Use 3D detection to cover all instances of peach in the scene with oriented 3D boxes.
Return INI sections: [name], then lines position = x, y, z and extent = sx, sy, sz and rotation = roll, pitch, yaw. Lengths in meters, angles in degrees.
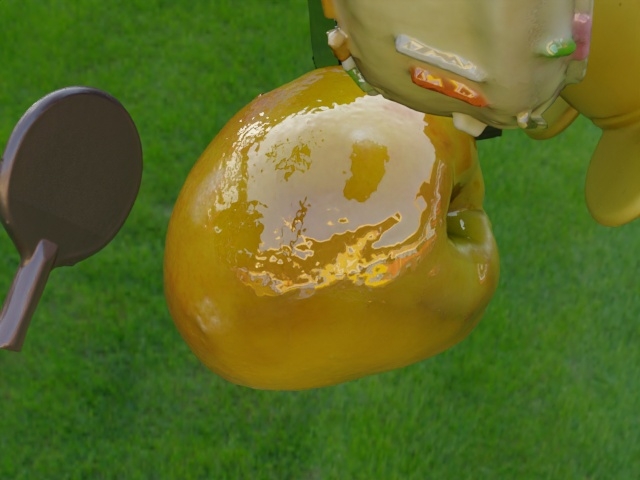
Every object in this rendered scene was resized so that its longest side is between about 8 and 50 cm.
[peach]
position = -0.003, -0.004, 1.118
extent = 0.308, 0.289, 0.289
rotation = -10, 33, 21

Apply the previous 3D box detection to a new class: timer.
[timer]
position = 0.343, -0.224, 1.221
extent = 0.376, 0.387, 0.376
rotation = 25, 18, -9

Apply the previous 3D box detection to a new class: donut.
[donut]
position = 0.082, -0.217, 0.709
extent = 0.150, 0.307, 0.371
rotation = 0, 13, 8

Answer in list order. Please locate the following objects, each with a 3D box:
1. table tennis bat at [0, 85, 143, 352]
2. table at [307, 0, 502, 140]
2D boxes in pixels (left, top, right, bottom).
[table tennis bat]
position = -0.125, -0.002, 0.721
extent = 0.119, 0.170, 0.107
rotation = 17, -7, 39
[table]
position = 0.083, -0.217, 1.268
extent = 0.169, 0.172, 0.193
rotation = -10, 43, -5
